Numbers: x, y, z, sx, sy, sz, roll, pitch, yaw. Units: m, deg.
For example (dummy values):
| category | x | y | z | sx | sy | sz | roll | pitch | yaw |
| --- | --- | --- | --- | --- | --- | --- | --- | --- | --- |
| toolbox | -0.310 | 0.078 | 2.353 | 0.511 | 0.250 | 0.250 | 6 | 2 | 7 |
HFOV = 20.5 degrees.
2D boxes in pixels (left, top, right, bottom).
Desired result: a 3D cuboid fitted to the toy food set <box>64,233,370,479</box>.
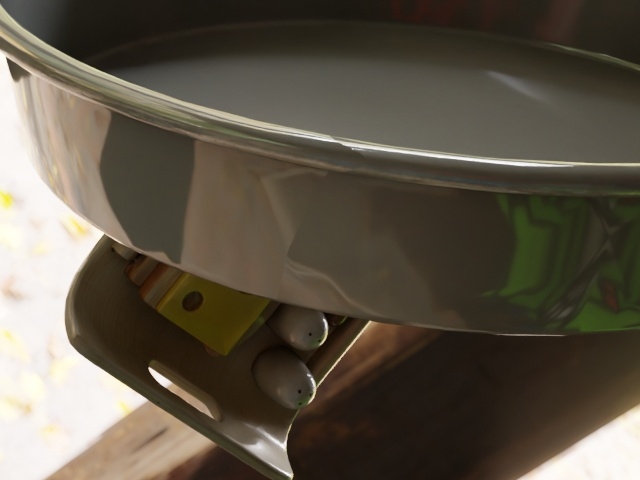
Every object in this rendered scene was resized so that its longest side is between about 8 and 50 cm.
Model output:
| category | x | y | z | sx | sy | sz | roll | pitch | yaw |
| --- | --- | --- | --- | --- | --- | --- | --- | --- | --- |
| toy food set | 0.000 | 0.000 | 1.183 | 0.220 | 0.306 | 0.092 | 38 | 2 | -36 |

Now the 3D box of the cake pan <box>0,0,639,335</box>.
| category | x | y | z | sx | sy | sz | roll | pitch | yaw |
| --- | --- | --- | --- | --- | --- | --- | --- | --- | --- |
| cake pan | 0.037 | -0.052 | 0.545 | 0.293 | 0.054 | 0.293 | 5 | 24 | -2 |
